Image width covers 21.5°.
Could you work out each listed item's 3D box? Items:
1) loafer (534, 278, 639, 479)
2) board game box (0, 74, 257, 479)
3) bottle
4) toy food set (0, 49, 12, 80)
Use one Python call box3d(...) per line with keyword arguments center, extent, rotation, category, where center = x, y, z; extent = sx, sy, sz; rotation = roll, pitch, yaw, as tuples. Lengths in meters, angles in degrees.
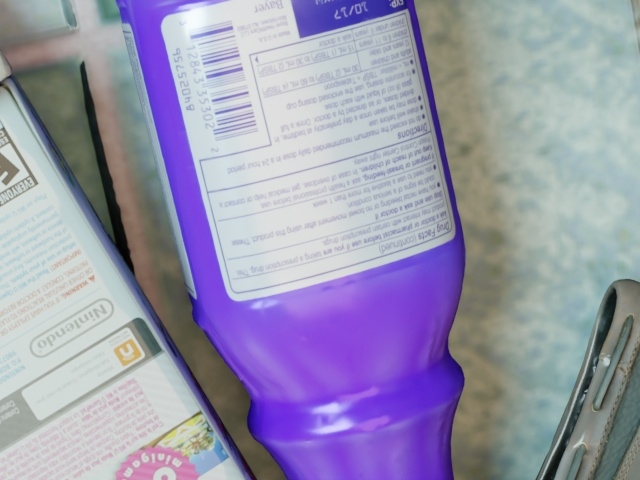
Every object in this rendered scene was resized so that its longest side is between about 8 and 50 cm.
box3d(center=(0.094, 0.139, 0.743), extent=(0.084, 0.096, 0.267), rotation=(37, 80, -8), category="loafer")
box3d(center=(-0.143, 0.118, 0.682), extent=(0.224, 0.097, 0.303), rotation=(-30, 102, -6), category="board game box")
box3d(center=(0.000, 0.000, 0.697), extent=(0.118, 0.092, 0.282), rotation=(-16, 101, -12), category="bottle")
box3d(center=(-0.283, -0.133, 0.598), extent=(0.220, 0.092, 0.306), rotation=(-32, 93, -7), category="toy food set")
